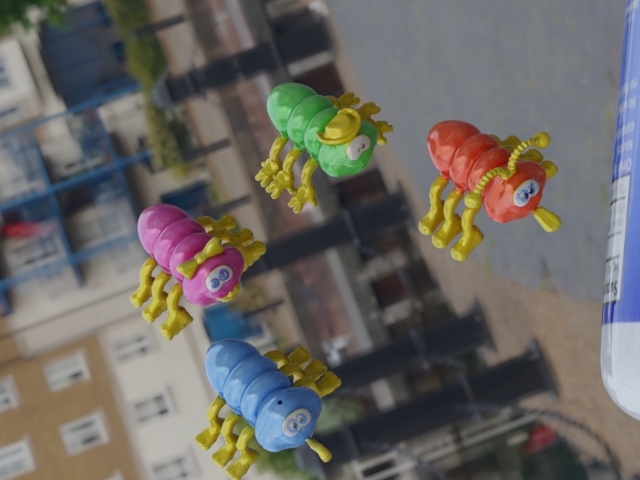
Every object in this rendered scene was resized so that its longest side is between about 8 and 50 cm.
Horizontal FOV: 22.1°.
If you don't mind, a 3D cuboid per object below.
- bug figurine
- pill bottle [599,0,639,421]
[{"bbox_3d":[0.000,0.000,0.982,0.216,0.279,0.072,35,162,36],"label":"bug figurine"},{"bbox_3d":[0.187,-0.001,0.628,0.152,0.152,0.272,101,174,-83],"label":"pill bottle"}]
